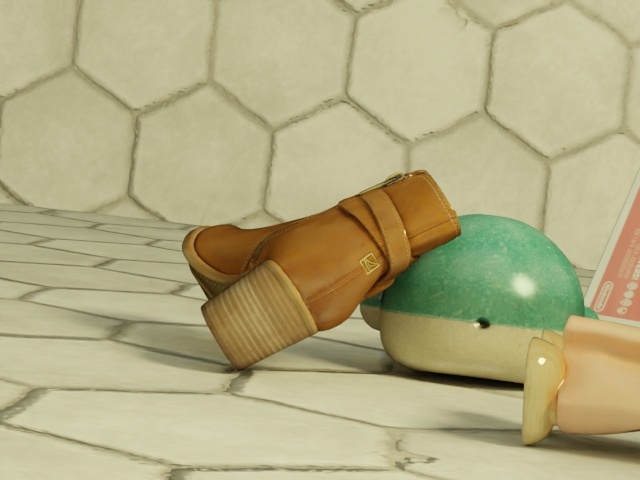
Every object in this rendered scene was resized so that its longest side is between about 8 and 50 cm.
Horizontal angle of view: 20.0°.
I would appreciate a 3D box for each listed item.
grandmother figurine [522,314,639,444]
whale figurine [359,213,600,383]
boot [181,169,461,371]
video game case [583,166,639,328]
[{"bbox_3d":[0.312,0.114,1.221,0.342,0.104,0.208,4,12,13],"label":"grandmother figurine"},{"bbox_3d":[0.145,0.047,1.608,0.216,0.141,0.272,6,2,6],"label":"whale figurine"},{"bbox_3d":[0.000,0.000,1.534,0.220,0.109,0.283,-31,9,0],"label":"boot"},{"bbox_3d":[0.398,0.021,1.638,0.285,0.204,0.025,9,-36,28],"label":"video game case"}]
